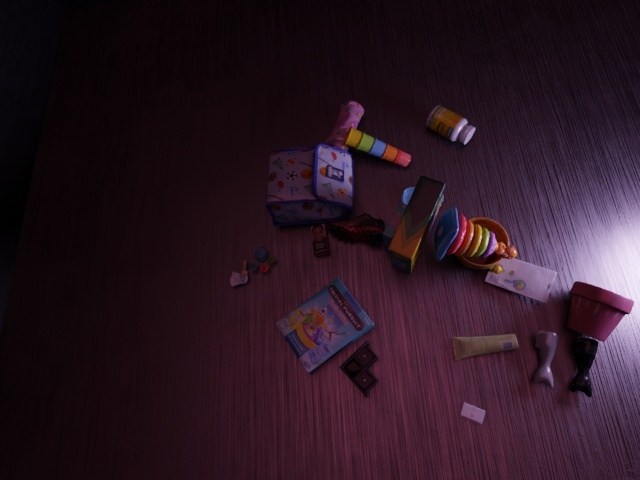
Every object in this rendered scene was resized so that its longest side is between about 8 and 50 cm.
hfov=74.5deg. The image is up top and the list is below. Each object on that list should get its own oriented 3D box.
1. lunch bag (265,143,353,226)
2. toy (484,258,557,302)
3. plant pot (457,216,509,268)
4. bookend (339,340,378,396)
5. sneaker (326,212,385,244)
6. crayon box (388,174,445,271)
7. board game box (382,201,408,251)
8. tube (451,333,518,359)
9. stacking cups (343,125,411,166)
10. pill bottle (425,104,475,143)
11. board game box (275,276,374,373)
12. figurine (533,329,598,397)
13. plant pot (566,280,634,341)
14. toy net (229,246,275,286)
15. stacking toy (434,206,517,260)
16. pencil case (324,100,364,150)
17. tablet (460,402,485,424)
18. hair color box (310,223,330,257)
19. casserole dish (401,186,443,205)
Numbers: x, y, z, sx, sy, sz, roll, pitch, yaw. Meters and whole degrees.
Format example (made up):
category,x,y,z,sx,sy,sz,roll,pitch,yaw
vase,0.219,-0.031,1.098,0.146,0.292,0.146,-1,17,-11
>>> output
category,x,y,z,sx,sy,sz,roll,pitch,yaw
lunch bag,-0.041,-0.259,1.933,0.386,0.238,0.327,-2,63,6
toy,0.816,0.154,1.726,0.238,0.056,0.136,22,79,22
plant pot,0.644,0.034,1.730,0.205,0.188,0.204,-3,70,9
bookend,0.187,0.519,1.700,0.156,0.072,0.157,-42,69,-6
sneaker,0.168,-0.061,1.905,0.276,0.097,0.135,6,50,27
crayon box,0.384,-0.047,1.695,0.106,0.363,0.312,22,83,16
board game box,0.325,-0.049,1.807,0.047,0.210,0.160,26,76,18
tube,0.648,0.413,1.666,0.241,0.062,0.070,-11,25,12
stacking cups,0.273,-0.439,1.974,0.317,0.096,0.095,19,73,-7
pill bottle,0.614,-0.541,1.983,0.208,0.117,0.117,37,80,19
board game box,0.018,0.358,1.786,0.336,0.079,0.253,-36,68,-4
figurine,0.914,0.461,1.584,0.215,0.092,0.209,8,76,14
plant pot,1.029,0.271,1.582,0.202,0.201,0.180,23,92,17
toy net,-0.316,0.137,1.950,0.122,0.045,0.232,42,84,19
stacking toy,0.592,0.006,1.578,0.302,0.175,0.165,16,41,-1
pencil case,0.116,-0.547,2.075,0.124,0.124,0.283,19,75,16
tablet,0.582,0.662,1.610,0.084,0.006,0.054,18,75,17
hair color box,0.000,0.000,1.935,0.072,0.043,0.141,-14,67,15
casserole dish,0.465,-0.188,1.926,0.189,0.037,0.114,-1,70,9
